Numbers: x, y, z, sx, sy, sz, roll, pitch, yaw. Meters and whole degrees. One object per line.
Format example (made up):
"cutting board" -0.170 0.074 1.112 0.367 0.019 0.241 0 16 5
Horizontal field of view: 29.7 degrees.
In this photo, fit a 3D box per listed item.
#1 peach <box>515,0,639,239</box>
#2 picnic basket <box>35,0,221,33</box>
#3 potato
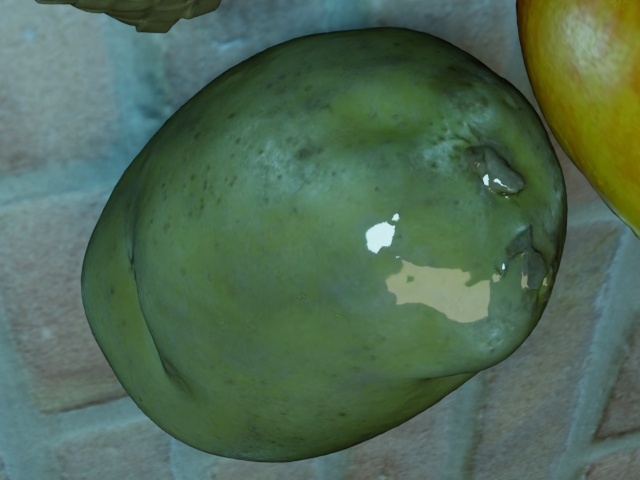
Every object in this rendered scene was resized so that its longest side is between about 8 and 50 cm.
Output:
"peach" 0.312 -0.143 0.655 0.388 0.388 0.388 -12 140 -10
"picnic basket" -0.086 -0.176 0.614 0.128 0.138 0.178 -27 174 17
"potato" 0.000 0.000 0.750 0.221 0.243 0.326 23 137 -35
